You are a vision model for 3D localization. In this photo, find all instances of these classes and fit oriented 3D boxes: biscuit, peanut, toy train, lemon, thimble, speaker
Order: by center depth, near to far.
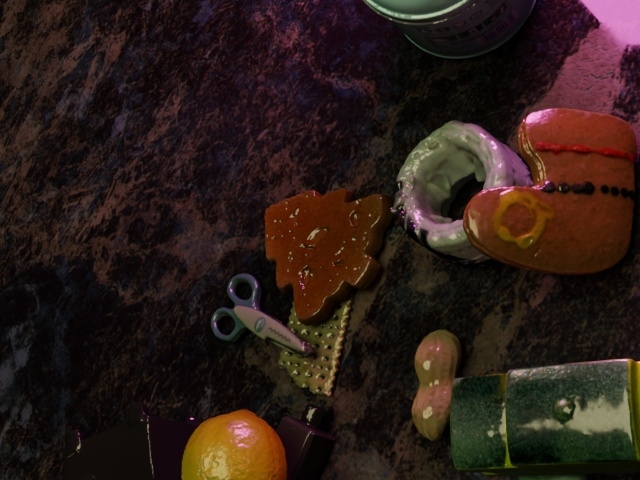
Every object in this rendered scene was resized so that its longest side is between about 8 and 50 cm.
[{"bbox_3d":[0.387,0.249,1.424,0.442,0.272,0.179,-11,68,33],"label":"toy train"},{"bbox_3d":[0.360,-0.085,1.618,0.052,0.262,0.277,128,154,-73],"label":"biscuit"},{"bbox_3d":[0.187,0.232,1.701,0.082,0.082,0.187,-8,67,34],"label":"peanut"},{"bbox_3d":[-0.142,0.380,1.725,0.181,0.181,0.193,5,94,38],"label":"lemon"},{"bbox_3d":[0.242,-0.079,1.747,0.237,0.150,0.237,-16,62,32],"label":"thimble"},{"bbox_3d":[-0.013,0.177,1.917,0.144,0.016,0.203,4,73,37],"label":"biscuit"},{"bbox_3d":[-0.332,0.456,1.931,0.232,0.184,0.254,-25,60,27],"label":"speaker"},{"bbox_3d":[0.001,0.001,1.958,0.278,0.043,0.301,-53,48,1],"label":"biscuit"}]

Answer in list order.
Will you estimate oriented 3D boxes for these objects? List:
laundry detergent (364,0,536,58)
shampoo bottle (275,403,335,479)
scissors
[{"bbox_3d":[0.206,-0.484,1.792,0.287,0.305,0.287,-2,84,22],"label":"laundry detergent"},{"bbox_3d":[-0.054,0.401,1.813,0.079,0.080,0.246,21,85,38],"label":"shampoo bottle"},{"bbox_3d":[-0.106,0.157,1.966,0.289,0.041,0.138,26,86,47],"label":"scissors"}]
